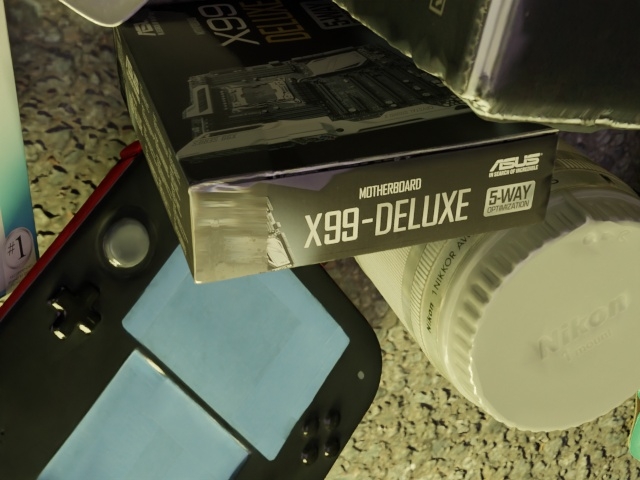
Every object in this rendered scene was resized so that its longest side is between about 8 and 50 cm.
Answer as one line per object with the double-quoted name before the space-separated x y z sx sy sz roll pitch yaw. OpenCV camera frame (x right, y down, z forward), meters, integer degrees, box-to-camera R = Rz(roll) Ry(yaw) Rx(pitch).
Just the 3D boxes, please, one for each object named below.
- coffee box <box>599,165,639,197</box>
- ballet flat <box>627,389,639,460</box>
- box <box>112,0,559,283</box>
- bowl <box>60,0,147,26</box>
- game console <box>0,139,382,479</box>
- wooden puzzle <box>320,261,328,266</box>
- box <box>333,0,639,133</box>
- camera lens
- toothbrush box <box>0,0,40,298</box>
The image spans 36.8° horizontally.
"coffee box" 0.250 0.056 0.997 0.246 0.141 0.098 -40 124 4
"ballet flat" 0.425 0.203 1.207 0.052 0.057 0.168 -23 132 -42
"box" -0.010 -0.099 0.712 0.243 0.307 0.076 -9 124 -15
"bowl" -0.168 -0.251 0.720 0.142 0.053 0.142 38 100 -32
"game console" -0.113 0.133 0.849 0.386 0.060 0.342 51 59 -36
"wooden puzzle" 0.000 0.000 0.950 0.083 0.006 0.049 -41 124 5
"box" 0.154 -0.360 0.530 0.298 0.471 0.479 1 117 -22
"camera lens" 0.160 0.008 0.854 0.220 0.274 0.219 -9 121 -16
"toothbrush box" -0.325 -0.073 0.654 0.216 0.126 0.295 -37 135 -50
